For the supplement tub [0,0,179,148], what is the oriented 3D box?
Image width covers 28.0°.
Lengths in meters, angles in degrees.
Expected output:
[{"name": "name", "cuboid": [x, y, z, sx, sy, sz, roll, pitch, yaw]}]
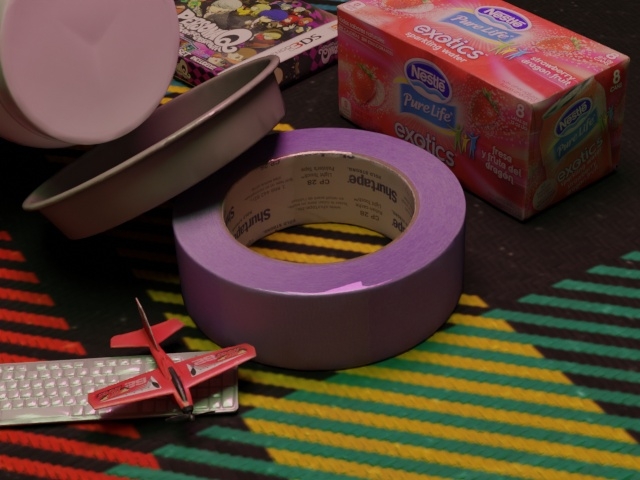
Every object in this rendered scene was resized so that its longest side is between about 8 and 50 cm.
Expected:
[{"name": "supplement tub", "cuboid": [-0.325, -0.230, 1.382, 0.241, 0.241, 0.331, -28, 30, -31]}]

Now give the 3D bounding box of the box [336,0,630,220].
[{"name": "box", "cuboid": [0.168, -0.166, 1.392, 0.154, 0.142, 0.300, -26, 42, -30]}]

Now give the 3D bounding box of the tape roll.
[{"name": "tape roll", "cuboid": [0.000, 0.000, 1.221, 0.274, 0.090, 0.275, -1, 37, 1]}]

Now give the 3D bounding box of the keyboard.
[{"name": "keyboard", "cuboid": [-0.199, 0.130, 1.119, 0.256, 0.014, 0.072, -4, 36, -1]}]

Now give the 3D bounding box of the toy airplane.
[{"name": "toy airplane", "cuboid": [-0.137, 0.107, 1.113, 0.151, 0.028, 0.151, -1, 41, 0]}]

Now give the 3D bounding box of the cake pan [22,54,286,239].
[{"name": "cake pan", "cuboid": [-0.157, -0.089, 1.277, 0.293, 0.054, 0.293, -28, 14, 8]}]

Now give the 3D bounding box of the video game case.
[{"name": "video game case", "cuboid": [-0.103, -0.256, 1.617, 0.210, 0.042, 0.232, -29, 44, -33]}]
